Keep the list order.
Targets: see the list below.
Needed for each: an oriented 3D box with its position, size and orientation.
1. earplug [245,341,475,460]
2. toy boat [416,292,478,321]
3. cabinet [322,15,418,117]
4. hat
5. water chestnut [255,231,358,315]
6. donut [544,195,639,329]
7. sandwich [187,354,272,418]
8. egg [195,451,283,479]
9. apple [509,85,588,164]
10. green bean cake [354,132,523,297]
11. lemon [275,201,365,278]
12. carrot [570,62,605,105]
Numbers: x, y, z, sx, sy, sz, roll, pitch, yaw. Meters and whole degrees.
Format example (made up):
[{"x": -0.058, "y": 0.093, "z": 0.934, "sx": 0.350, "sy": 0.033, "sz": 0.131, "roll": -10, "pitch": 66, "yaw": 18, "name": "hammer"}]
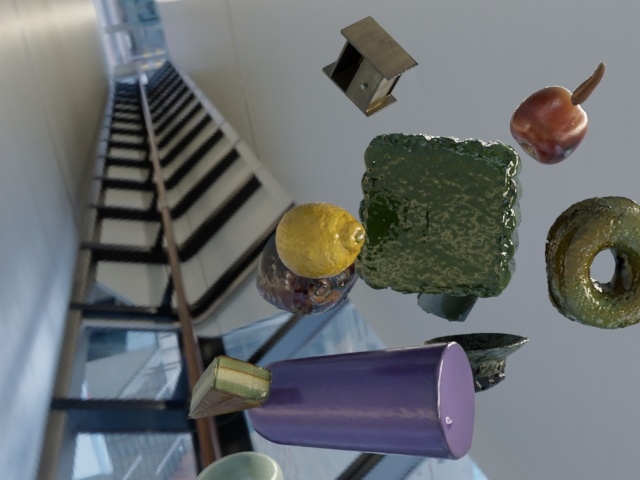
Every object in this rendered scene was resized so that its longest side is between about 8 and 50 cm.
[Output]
[{"x": 0.059, "y": 0.314, "z": 1.544, "sx": 0.215, "sy": 0.456, "sz": 0.215, "roll": 22, "pitch": 65, "yaw": -59, "name": "earplug"}, {"x": 0.353, "y": 0.082, "z": 1.996, "sx": 0.092, "sy": 0.141, "sz": 0.319, "roll": -70, "pitch": 180, "yaw": -47, "name": "toy boat"}, {"x": 0.143, "y": -0.514, "z": 2.352, "sx": 0.215, "sy": 0.148, "sz": 0.175, "roll": 47, "pitch": -35, "yaw": 11, "name": "cabinet"}, {"x": 0.382, "y": 0.302, "z": 1.929, "sx": 0.265, "sy": 0.266, "sz": 0.128, "roll": -177, "pitch": -103, "yaw": -81, "name": "hat"}, {"x": -0.028, "y": 0.062, "z": 2.037, "sx": 0.244, "sy": 0.289, "sz": 0.289, "roll": 41, "pitch": -18, "yaw": 11, "name": "water chestnut"}, {"x": 0.567, "y": 0.053, "z": 1.551, "sx": 0.107, "sy": 0.272, "sz": 0.272, "roll": -56, "pitch": 135, "yaw": -77, "name": "donut"}, {"x": -0.176, "y": 0.297, "z": 1.516, "sx": 0.163, "sy": 0.113, "sz": 0.079, "roll": 128, "pitch": -24, "yaw": -48, "name": "sandwich"}, {"x": -0.191, "y": 0.579, "z": 1.797, "sx": 0.183, "sy": 0.264, "sz": 0.183, "roll": 36, "pitch": 30, "yaw": -25, "name": "egg"}, {"x": 0.576, "y": -0.291, "z": 1.977, "sx": 0.199, "sy": 0.199, "sz": 0.199, "roll": 167, "pitch": -90, "yaw": -81, "name": "apple"}, {"x": 0.237, "y": -0.054, "z": 1.605, "sx": 0.218, "sy": 0.335, "sz": 0.319, "roll": -20, "pitch": 117, "yaw": -71, "name": "green bean cake"}, {"x": 0.000, "y": 0.000, "z": 1.428, "sx": 0.187, "sy": 0.142, "sz": 0.142, "roll": -3, "pitch": -77, "yaw": 41, "name": "lemon"}, {"x": 0.590, "y": -0.342, "z": 1.740, "sx": 0.142, "sy": 0.035, "sz": 0.035, "roll": 117, "pitch": -39, "yaw": -57, "name": "carrot"}]
